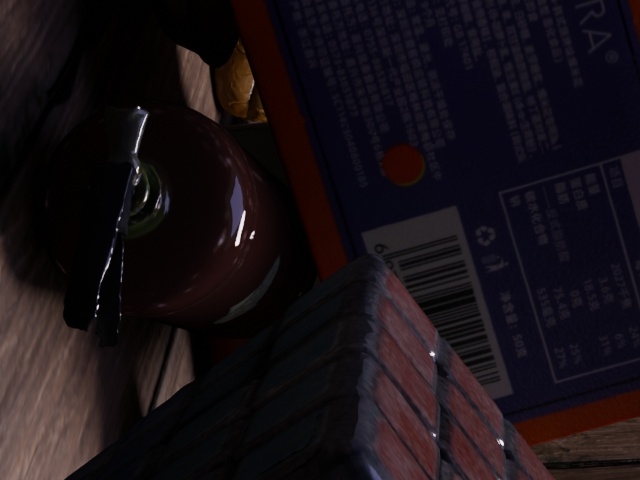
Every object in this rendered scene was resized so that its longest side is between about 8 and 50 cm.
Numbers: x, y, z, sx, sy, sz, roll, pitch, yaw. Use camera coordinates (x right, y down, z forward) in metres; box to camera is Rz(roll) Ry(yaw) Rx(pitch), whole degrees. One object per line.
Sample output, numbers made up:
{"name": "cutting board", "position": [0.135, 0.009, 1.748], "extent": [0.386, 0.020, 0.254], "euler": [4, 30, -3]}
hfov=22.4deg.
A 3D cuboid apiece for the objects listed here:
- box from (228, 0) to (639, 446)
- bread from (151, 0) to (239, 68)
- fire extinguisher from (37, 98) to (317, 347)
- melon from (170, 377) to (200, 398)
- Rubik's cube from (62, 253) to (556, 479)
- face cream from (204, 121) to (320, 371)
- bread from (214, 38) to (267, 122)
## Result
{"name": "box", "position": [0.114, -0.078, 1.072], "extent": [0.318, 0.257, 0.348], "euler": [-71, 144, -76]}
{"name": "bread", "position": [-0.099, -0.206, 1.097], "extent": [0.149, 0.065, 0.187], "euler": [52, 34, -58]}
{"name": "fire extinguisher", "position": [-0.079, 0.000, 0.903], "extent": [0.337, 0.114, 0.135], "euler": [42, 51, -79]}
{"name": "melon", "position": [-0.055, 0.153, 0.993], "extent": [0.114, 0.114, 0.167], "euler": [-65, 154, -75]}
{"name": "Rubik's cube", "position": [-0.010, 0.182, 0.596], "extent": [0.238, 0.237, 0.237], "euler": [53, 11, -6]}
{"name": "face cream", "position": [-0.045, 0.020, 1.211], "extent": [0.096, 0.096, 0.214], "euler": [-45, 131, -80]}
{"name": "bread", "position": [-0.050, -0.136, 1.343], "extent": [0.081, 0.083, 0.046], "euler": [-53, -173, 3]}
